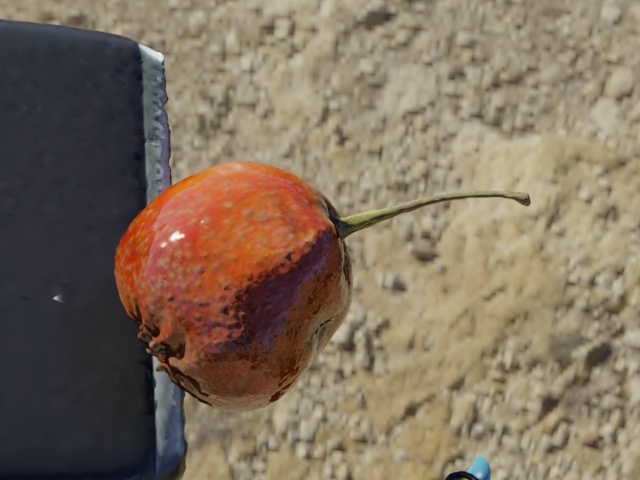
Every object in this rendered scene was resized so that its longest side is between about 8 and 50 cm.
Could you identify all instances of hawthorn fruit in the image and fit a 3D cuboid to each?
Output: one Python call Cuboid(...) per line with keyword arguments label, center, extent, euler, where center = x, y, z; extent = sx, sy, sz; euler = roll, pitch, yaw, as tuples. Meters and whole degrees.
Cuboid(label="hawthorn fruit", center=(0.000, 0.000, 1.241), extent=(0.285, 0.165, 0.165), euler=(-29, 55, -2))

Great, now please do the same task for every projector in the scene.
Cuboid(label="projector", center=(-0.330, 0.038, 1.389), extent=(0.405, 0.242, 0.395), euler=(2, 70, -18))

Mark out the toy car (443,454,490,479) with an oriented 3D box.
Cuboid(label="toy car", center=(0.116, 0.279, 1.571), extent=(0.098, 0.126, 0.161), euler=(38, 61, 10))
